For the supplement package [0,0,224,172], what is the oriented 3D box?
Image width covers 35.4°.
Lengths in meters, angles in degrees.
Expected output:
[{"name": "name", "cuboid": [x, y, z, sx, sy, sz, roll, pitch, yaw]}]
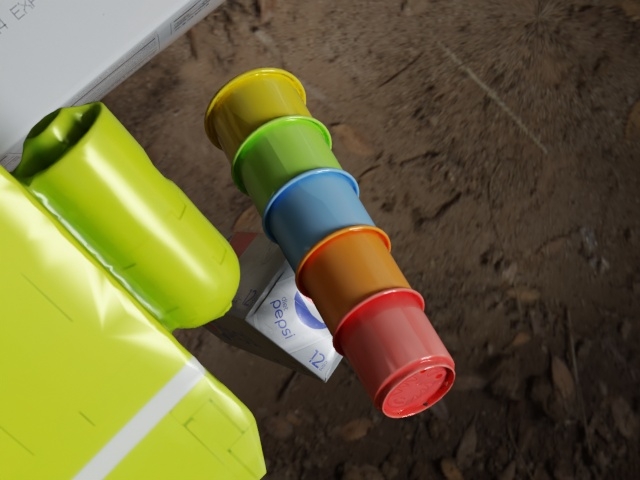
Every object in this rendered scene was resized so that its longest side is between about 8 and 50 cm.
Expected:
[{"name": "supplement package", "cuboid": [-0.171, -0.149, 0.475, 0.262, 0.145, 0.204, -40, 100, -4]}]

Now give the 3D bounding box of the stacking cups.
[{"name": "stacking cups", "cuboid": [0.000, 0.000, 0.784, 0.096, 0.096, 0.316, -40, 53, 17]}]

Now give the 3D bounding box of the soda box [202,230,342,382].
[{"name": "soda box", "cuboid": [-0.061, 0.053, 0.969, 0.098, 0.286, 0.091, 40, 77, -19]}]

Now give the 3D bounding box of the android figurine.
[{"name": "android figurine", "cuboid": [-0.131, 0.072, 0.352, 0.248, 0.056, 0.273, -47, 118, -10]}]
